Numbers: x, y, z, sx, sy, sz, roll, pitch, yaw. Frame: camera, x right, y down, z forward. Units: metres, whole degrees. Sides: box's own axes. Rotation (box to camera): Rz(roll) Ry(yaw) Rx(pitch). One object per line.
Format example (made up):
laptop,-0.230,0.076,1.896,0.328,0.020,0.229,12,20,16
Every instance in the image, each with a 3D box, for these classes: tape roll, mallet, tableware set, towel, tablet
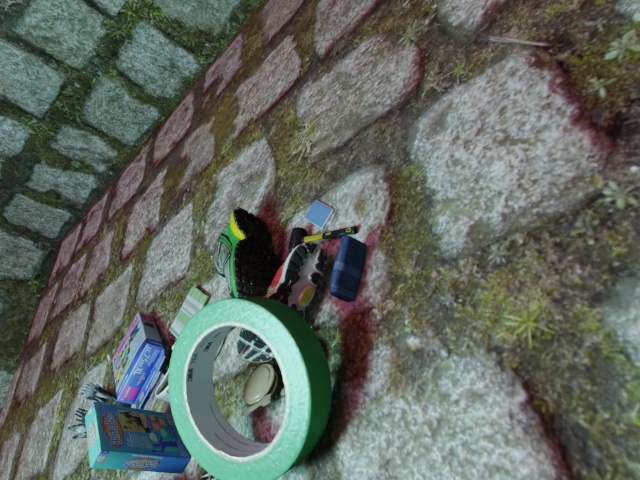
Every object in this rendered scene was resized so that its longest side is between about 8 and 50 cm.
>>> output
tape roll,-0.137,0.265,0.780,0.321,0.077,0.321,-3,84,28
mallet,0.000,0.000,0.950,0.189,0.039,0.062,-2,65,44
tableware set,-0.075,0.268,0.854,0.194,0.039,0.128,-35,30,22
towel,-0.382,0.217,1.256,0.113,0.023,0.152,19,79,50
towel,0.051,0.054,0.826,0.029,0.067,0.119,-2,65,46
tablet,-0.004,-0.063,1.014,0.054,0.006,0.083,-59,38,2

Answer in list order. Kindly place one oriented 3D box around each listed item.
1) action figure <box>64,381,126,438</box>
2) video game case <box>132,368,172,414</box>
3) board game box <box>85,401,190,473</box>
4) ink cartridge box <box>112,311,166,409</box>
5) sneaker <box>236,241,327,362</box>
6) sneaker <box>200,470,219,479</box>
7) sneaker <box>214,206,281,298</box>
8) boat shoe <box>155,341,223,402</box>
action figure,-0.685,0.525,1.300,0.275,0.141,0.164,-13,56,49
video game case,-0.470,0.476,1.183,0.193,0.023,0.212,7,71,51
board game box,-0.422,0.455,0.988,0.047,0.210,0.160,-59,37,2
ink cartridge box,-0.558,0.359,1.305,0.311,0.065,0.186,24,86,57
sneaker,-0.076,0.130,0.907,0.279,0.107,0.118,-56,9,-10
sneaker,-0.192,0.501,0.821,0.068,0.071,0.170,-28,28,6
sneaker,-0.189,0.065,1.064,0.146,0.134,0.343,-53,29,20
boat shoe,-0.327,0.283,1.084,0.098,0.096,0.277,14,77,52
